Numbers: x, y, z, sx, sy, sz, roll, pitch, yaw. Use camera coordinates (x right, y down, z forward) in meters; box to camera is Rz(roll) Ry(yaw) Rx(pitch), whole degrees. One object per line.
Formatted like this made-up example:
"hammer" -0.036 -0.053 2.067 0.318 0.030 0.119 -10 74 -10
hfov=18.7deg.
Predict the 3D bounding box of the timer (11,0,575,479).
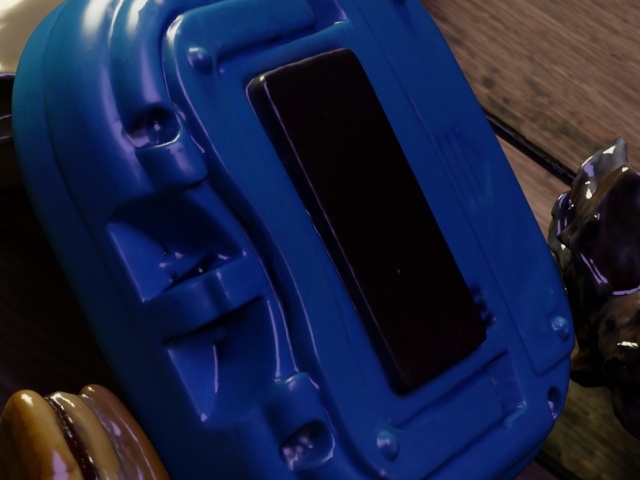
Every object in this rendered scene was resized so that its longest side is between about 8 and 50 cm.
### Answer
"timer" 0.000 0.000 1.041 0.309 0.115 0.340 -27 91 -53

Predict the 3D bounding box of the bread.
"bread" -0.099 0.165 0.911 0.077 0.116 0.200 -8 55 -29

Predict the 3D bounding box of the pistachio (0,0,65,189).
"pistachio" -0.177 -0.091 1.096 0.223 0.126 0.152 -13 17 -30

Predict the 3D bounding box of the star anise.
"star anise" 0.199 0.063 1.165 0.223 0.109 0.236 55 11 -8
